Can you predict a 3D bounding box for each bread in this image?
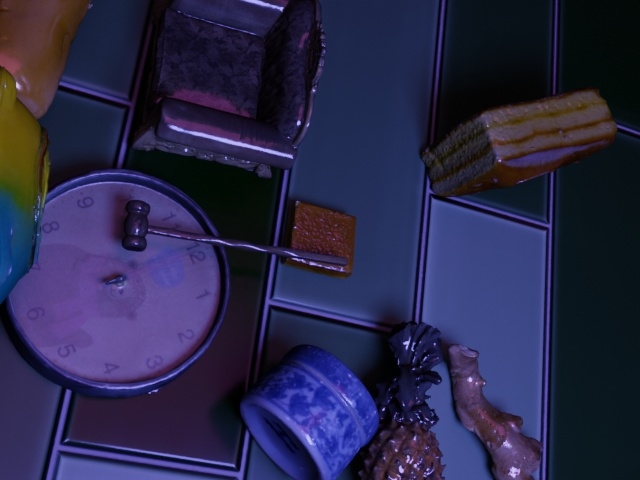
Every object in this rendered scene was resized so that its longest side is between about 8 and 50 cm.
[{"bbox_3d":[0.291,-0.136,1.204,0.234,0.184,0.110,-17,85,-25],"label":"bread"},{"bbox_3d":[-0.363,-0.295,1.027,0.142,0.091,0.305,17,67,-12],"label":"bread"},{"bbox_3d":[0.000,0.000,1.119,0.094,0.035,0.090,14,70,-19],"label":"bread"}]

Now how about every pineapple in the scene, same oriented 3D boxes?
[{"bbox_3d":[0.112,0.217,1.059,0.111,0.119,0.237,15,73,-19],"label":"pineapple"}]

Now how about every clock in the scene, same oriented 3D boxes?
[{"bbox_3d":[-0.241,0.047,0.990,0.281,0.055,0.280,7,72,-21],"label":"clock"}]

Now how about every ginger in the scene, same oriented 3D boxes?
[{"bbox_3d":[0.249,0.264,1.125,0.089,0.075,0.288,-26,90,-5],"label":"ginger"}]

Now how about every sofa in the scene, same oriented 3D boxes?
[{"bbox_3d":[-0.118,-0.224,1.056,0.200,0.182,0.258,12,70,-19],"label":"sofa"}]

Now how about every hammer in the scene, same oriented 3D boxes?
[{"bbox_3d":[-0.098,0.003,1.022,0.292,0.029,0.058,10,73,-22],"label":"hammer"}]

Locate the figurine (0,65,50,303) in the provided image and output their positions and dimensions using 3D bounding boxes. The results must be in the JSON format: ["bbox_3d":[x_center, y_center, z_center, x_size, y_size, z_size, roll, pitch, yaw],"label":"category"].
[{"bbox_3d":[-0.400,-0.018,0.827,0.231,0.324,0.340,20,74,-48],"label":"figurine"}]

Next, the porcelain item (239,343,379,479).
[{"bbox_3d":[-0.010,0.207,0.988,0.114,0.147,0.147,-41,92,-30],"label":"porcelain item"}]
